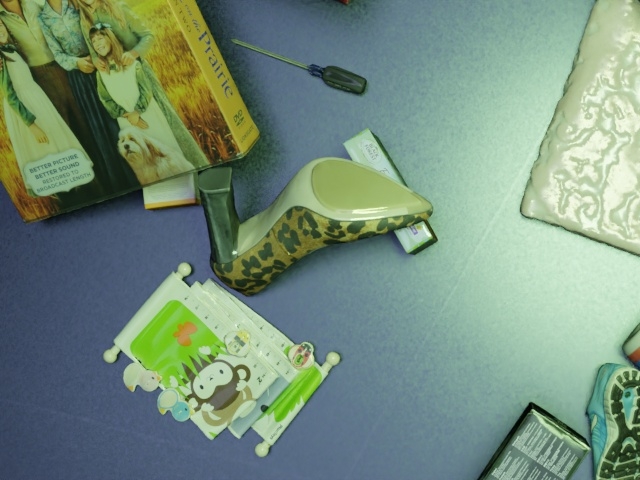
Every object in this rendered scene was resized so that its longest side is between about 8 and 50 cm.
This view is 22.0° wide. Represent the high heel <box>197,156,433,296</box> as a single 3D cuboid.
[{"bbox_3d":[0.000,0.000,1.825,0.261,0.186,0.093,4,48,12],"label":"high heel"}]

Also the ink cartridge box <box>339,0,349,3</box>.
[{"bbox_3d":[-0.096,-0.389,1.818,0.306,0.226,0.131,20,90,9],"label":"ink cartridge box"}]

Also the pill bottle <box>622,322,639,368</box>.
[{"bbox_3d":[0.446,0.146,1.781,0.221,0.124,0.124,41,93,7],"label":"pill bottle"}]

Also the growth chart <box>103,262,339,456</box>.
[{"bbox_3d":[-0.119,0.141,1.902,0.237,0.021,0.172,33,93,8],"label":"growth chart"}]

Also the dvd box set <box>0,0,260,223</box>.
[{"bbox_3d":[-0.287,-0.243,1.787,0.307,0.062,0.420,-15,113,25],"label":"dvd box set"}]

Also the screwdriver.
[{"bbox_3d":[-0.025,-0.204,1.910,0.170,0.025,0.024,21,91,16],"label":"screwdriver"}]

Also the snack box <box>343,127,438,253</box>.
[{"bbox_3d":[0.080,-0.053,1.845,0.037,0.100,0.141,-31,84,5],"label":"snack box"}]

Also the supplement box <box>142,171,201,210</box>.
[{"bbox_3d":[-0.175,-0.087,1.909,0.062,0.036,0.098,-6,87,7],"label":"supplement box"}]

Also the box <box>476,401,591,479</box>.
[{"bbox_3d":[0.210,0.272,1.792,0.077,0.147,0.180,34,93,7],"label":"box"}]

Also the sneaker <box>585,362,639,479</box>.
[{"bbox_3d":[0.327,0.209,1.829,0.063,0.073,0.162,0,106,-17],"label":"sneaker"}]

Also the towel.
[{"bbox_3d":[0.422,-0.130,1.832,0.317,0.053,0.332,21,89,7],"label":"towel"}]
